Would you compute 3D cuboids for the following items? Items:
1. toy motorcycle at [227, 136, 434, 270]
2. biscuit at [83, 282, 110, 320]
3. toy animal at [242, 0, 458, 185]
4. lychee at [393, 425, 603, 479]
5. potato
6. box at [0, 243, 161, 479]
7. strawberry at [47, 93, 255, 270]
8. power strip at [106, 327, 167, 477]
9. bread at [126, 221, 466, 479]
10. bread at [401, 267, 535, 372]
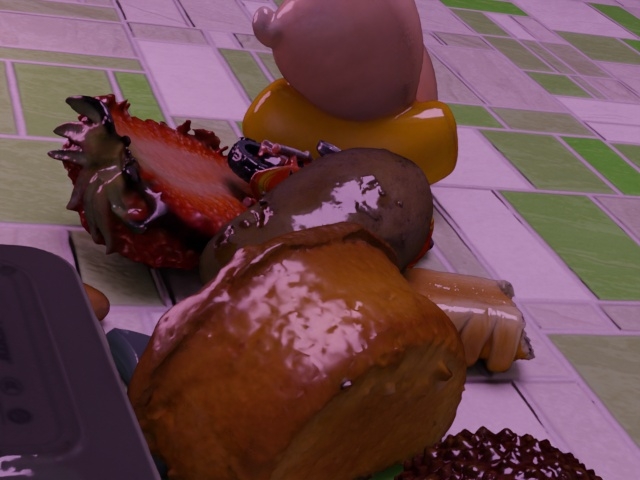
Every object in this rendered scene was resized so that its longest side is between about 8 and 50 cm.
[{"bbox_3d":[0.029,-0.041,1.400,0.298,0.089,0.171,23,20,-26],"label":"toy motorcycle"},{"bbox_3d":[-0.302,0.083,1.106,0.164,0.047,0.208,13,26,3],"label":"biscuit"},{"bbox_3d":[0.030,-0.229,1.598,0.277,0.345,0.247,-15,32,19],"label":"toy animal"},{"bbox_3d":[0.126,0.224,0.865,0.188,0.188,0.188,10,26,-5],"label":"lychee"},{"bbox_3d":[0.000,0.000,1.228,0.262,0.165,0.165,-29,35,-3],"label":"potato"},{"bbox_3d":[-0.329,0.109,0.872,0.373,0.090,0.367,3,31,-28],"label":"box"},{"bbox_3d":[-0.171,-0.038,1.354,0.233,0.138,0.306,53,17,27],"label":"strawberry"},{"bbox_3d":[-0.162,0.145,1.049,0.137,0.044,0.216,18,27,9],"label":"power strip"},{"bbox_3d":[0.003,0.095,1.013,0.340,0.179,0.194,-7,45,-47],"label":"bread"},{"bbox_3d":[0.146,0.084,1.266,0.177,0.084,0.119,12,24,0],"label":"bread"}]
